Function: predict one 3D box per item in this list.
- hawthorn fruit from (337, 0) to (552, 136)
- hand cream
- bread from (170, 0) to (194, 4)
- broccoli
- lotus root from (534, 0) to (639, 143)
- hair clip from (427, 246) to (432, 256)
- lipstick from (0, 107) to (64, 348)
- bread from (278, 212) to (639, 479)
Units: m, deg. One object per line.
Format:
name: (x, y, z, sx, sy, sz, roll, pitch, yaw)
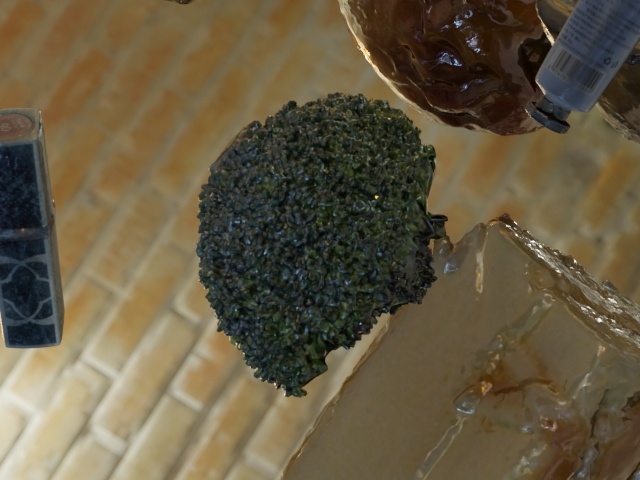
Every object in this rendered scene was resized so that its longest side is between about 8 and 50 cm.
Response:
hawthorn fruit: (0.237, -0.363, 2.705, 0.472, 0.472, 0.472, -57, 1, 2)
hand cream: (0.257, -0.203, 1.645, 0.256, 0.088, 0.055, -59, -7, 19)
bread: (-0.153, -0.290, 2.078, 0.083, 0.081, 0.046, -13, -8, -22)
broccoli: (-0.001, 0.000, 1.536, 0.176, 0.198, 0.226, -22, -75, -72)
lotus root: (0.363, -0.225, 1.915, 0.316, 0.316, 0.250, -58, -29, -21)
hair clip: (0.074, 0.022, 2.042, 0.137, 0.054, 0.022, -40, -17, -51)
lipstick: (-0.332, -0.008, 2.192, 0.076, 0.077, 0.290, -97, 5, -53)
bread: (0.204, 0.221, 1.888, 0.390, 0.279, 0.371, -57, -39, 3)
